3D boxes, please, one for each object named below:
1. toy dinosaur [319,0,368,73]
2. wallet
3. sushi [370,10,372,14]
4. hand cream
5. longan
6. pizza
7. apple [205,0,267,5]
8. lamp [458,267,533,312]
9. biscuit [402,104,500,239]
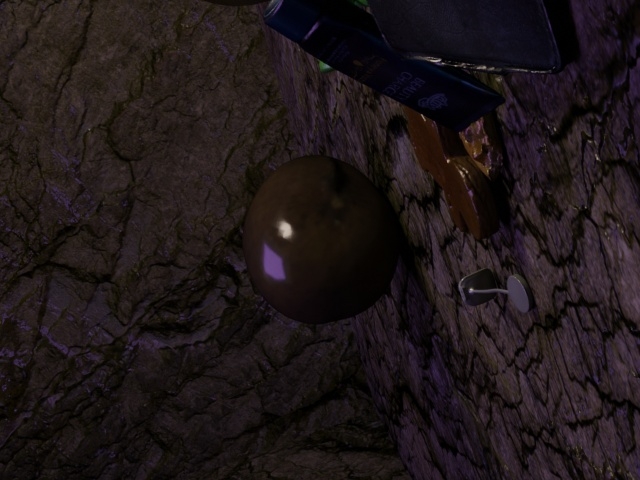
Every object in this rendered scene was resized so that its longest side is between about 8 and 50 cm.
[{"bbox_3d":[0.068,-0.402,1.674,0.500,0.144,0.374,136,128,-73],"label":"toy dinosaur"},{"bbox_3d":[0.128,-0.242,1.349,0.318,0.045,0.172,18,135,61],"label":"wallet"},{"bbox_3d":[0.083,-0.302,2.111,0.201,0.031,0.139,80,170,-63],"label":"sushi"},{"bbox_3d":[0.069,-0.204,1.563,0.120,0.270,0.061,-34,32,63],"label":"hand cream"},{"bbox_3d":[0.000,0.000,2.662,0.319,0.319,0.319,161,90,-85],"label":"longan"},{"bbox_3d":[0.177,-0.142,1.667,0.099,0.036,0.160,76,172,-49],"label":"pizza"},{"bbox_3d":[-0.088,-0.427,1.191,0.473,0.474,0.473,161,90,-85],"label":"apple"},{"bbox_3d":[0.241,0.062,1.840,0.198,0.056,0.050,180,72,-73],"label":"lamp"},{"bbox_3d":[0.170,-0.107,1.822,0.301,0.049,0.197,-116,4,-54],"label":"biscuit"}]
